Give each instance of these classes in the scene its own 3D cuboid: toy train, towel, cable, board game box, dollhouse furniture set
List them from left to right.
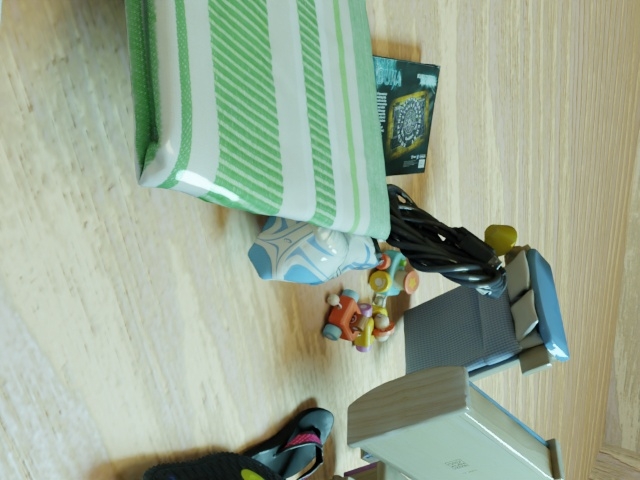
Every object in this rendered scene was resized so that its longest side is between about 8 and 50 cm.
[{"bbox_3d":[-0.033,-0.133,0.634,0.325,0.038,0.248,9,73,-64],"label":"towel"},{"bbox_3d":[0.065,0.061,0.976,0.166,0.046,0.125,-59,148,-29],"label":"toy train"},{"bbox_3d":[0.074,-0.131,0.927,0.186,0.026,0.126,-12,112,-60],"label":"board game box"},{"bbox_3d":[0.108,0.128,0.993,0.198,0.286,0.303,40,38,-36],"label":"dollhouse furniture set"},{"bbox_3d":[0.106,-0.001,0.894,0.047,0.184,0.150,-58,156,19],"label":"cable"}]

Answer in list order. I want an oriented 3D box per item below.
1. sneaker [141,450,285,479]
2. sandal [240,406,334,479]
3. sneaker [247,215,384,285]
[{"bbox_3d":[-0.098,0.232,0.733,0.082,0.069,0.209,-60,151,8],"label":"sneaker"},{"bbox_3d":[-0.029,0.221,0.878,0.179,0.040,0.067,-17,116,-59],"label":"sandal"},{"bbox_3d":[0.000,0.000,0.811,0.085,0.086,0.237,67,15,8],"label":"sneaker"}]
